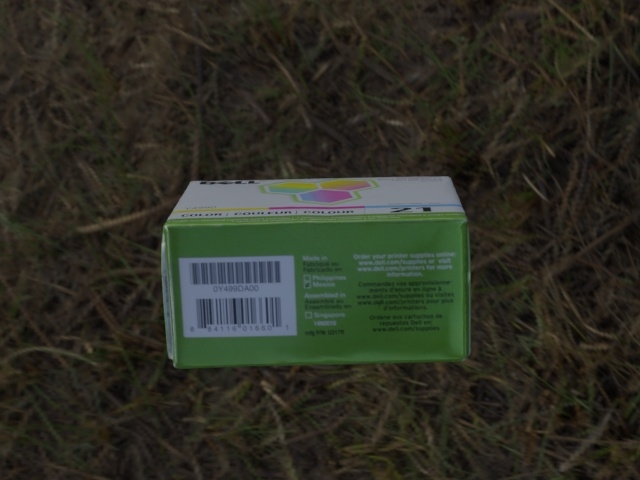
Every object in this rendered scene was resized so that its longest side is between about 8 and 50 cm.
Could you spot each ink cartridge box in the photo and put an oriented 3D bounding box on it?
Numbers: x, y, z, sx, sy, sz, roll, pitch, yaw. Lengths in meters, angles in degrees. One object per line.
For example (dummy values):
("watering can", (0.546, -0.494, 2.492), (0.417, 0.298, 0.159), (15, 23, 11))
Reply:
("ink cartridge box", (0.000, 0.000, 0.832), (0.188, 0.255, 0.097), (-1, 106, 2))
